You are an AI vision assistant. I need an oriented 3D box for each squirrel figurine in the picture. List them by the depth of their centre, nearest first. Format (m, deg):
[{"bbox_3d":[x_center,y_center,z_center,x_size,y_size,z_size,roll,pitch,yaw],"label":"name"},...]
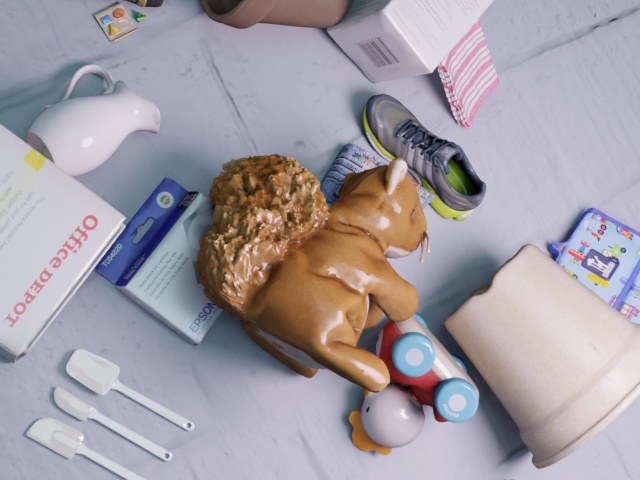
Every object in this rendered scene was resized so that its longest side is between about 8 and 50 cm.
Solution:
[{"bbox_3d":[0.000,0.000,1.681,0.397,0.281,0.370,36,74,-14],"label":"squirrel figurine"}]

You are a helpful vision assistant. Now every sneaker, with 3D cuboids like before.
[{"bbox_3d":[0.207,-0.170,1.918,0.300,0.121,0.111,43,68,-6],"label":"sneaker"}]

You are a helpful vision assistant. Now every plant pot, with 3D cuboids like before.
[{"bbox_3d":[0.405,0.183,1.830,0.334,0.334,0.305,-40,82,-22],"label":"plant pot"},{"bbox_3d":[-0.060,-0.496,1.849,0.229,0.263,0.263,12,74,-35],"label":"plant pot"}]

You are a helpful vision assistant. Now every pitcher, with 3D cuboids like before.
[{"bbox_3d":[-0.406,-0.208,1.723,0.178,0.125,0.207,44,56,16],"label":"pitcher"}]

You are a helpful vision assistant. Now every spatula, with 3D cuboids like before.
[{"bbox_3d":[-0.338,0.305,1.678,0.242,0.019,0.168,31,69,-11],"label":"spatula"}]

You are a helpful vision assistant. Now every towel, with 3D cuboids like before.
[{"bbox_3d":[0.291,-0.331,1.971,0.144,0.029,0.197,-55,141,-22],"label":"towel"}]

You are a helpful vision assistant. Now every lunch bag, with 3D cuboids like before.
[{"bbox_3d":[0.581,0.087,2.010,0.293,0.138,0.221,33,70,3],"label":"lunch bag"}]

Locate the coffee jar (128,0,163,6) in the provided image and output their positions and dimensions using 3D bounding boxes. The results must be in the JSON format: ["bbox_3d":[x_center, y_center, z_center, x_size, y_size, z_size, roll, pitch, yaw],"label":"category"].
[{"bbox_3d":[-0.365,-0.476,1.806,0.184,0.079,0.096,5,77,-19],"label":"coffee jar"}]

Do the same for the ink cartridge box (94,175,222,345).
[{"bbox_3d":[-0.239,0.029,1.758,0.224,0.045,0.223,38,69,-8],"label":"ink cartridge box"}]

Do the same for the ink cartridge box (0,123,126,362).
[{"bbox_3d":[-0.548,-0.026,1.599,0.384,0.160,0.279,38,69,-8],"label":"ink cartridge box"}]

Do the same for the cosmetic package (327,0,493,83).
[{"bbox_3d":[0.222,-0.487,1.918,0.156,0.217,0.385,46,70,-22],"label":"cosmetic package"}]

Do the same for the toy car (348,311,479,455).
[{"bbox_3d":[0.134,0.272,1.785,0.238,0.219,0.210,-42,95,6],"label":"toy car"}]

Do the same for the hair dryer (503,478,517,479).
[{"bbox_3d":[0.263,0.543,1.825,0.293,0.080,0.224,11,59,-23],"label":"hair dryer"}]

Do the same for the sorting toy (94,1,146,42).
[{"bbox_3d":[-0.357,-0.400,1.828,0.083,0.012,0.062,-33,90,-22],"label":"sorting toy"}]

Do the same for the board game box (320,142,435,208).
[{"bbox_3d":[0.084,-0.055,1.884,0.194,0.060,0.194,34,69,-10],"label":"board game box"}]
